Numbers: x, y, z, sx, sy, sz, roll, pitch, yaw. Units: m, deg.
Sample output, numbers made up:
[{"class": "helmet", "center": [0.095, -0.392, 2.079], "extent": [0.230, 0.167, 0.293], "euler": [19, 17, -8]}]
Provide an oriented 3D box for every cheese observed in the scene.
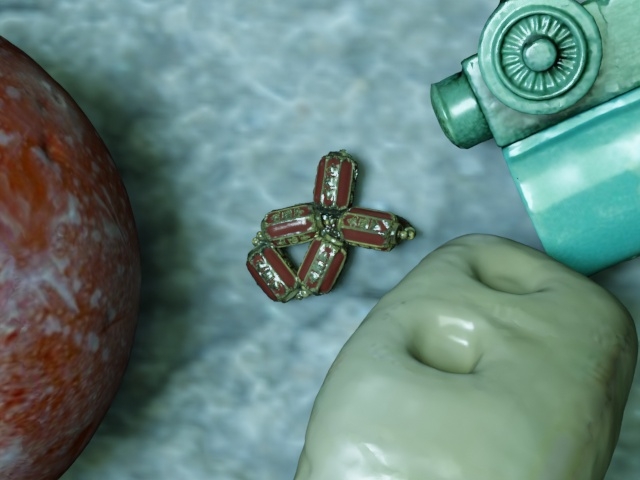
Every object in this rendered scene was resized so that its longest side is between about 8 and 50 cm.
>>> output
[{"class": "cheese", "center": [0.058, 0.114, 0.625], "extent": [0.117, 0.218, 0.235], "euler": [22, 62, 13]}]

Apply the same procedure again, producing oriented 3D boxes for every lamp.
[{"class": "lamp", "center": [0.000, 0.000, 0.722], "extent": [0.083, 0.031, 0.063], "euler": [-41, 80, 12]}]

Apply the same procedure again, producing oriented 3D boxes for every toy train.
[{"class": "toy train", "center": [0.183, -0.077, 0.654], "extent": [0.248, 0.101, 0.159], "euler": [-25, 98, 12]}]

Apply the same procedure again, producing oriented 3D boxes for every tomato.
[{"class": "tomato", "center": [-0.213, 0.012, 0.668], "extent": [0.270, 0.227, 0.270], "euler": [6, 114, 14]}]
